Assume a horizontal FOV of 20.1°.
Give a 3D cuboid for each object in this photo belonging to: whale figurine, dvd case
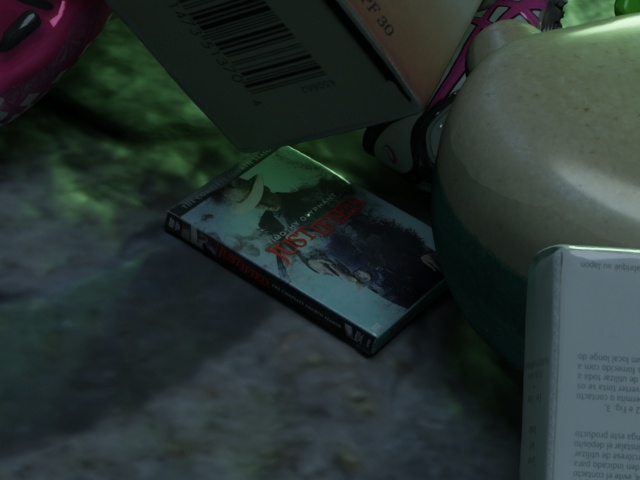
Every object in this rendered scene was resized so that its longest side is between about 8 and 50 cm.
[{"bbox_3d":[0.157,-0.026,0.822,0.216,0.141,0.272,27,39,17],"label":"whale figurine"},{"bbox_3d":[0.000,0.000,0.843,0.119,0.013,0.087,30,41,22],"label":"dvd case"}]

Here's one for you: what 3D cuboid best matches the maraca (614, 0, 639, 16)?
[{"bbox_3d":[0.213,-0.157,1.026,0.127,0.099,0.185,55,47,-19],"label":"maraca"}]

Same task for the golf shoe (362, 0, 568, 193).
[{"bbox_3d":[0.077,-0.091,0.933,0.086,0.067,0.186,18,38,4],"label":"golf shoe"}]

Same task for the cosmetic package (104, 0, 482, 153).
[{"bbox_3d":[0.022,-0.203,0.873,0.129,0.153,0.296,-10,43,44],"label":"cosmetic package"}]

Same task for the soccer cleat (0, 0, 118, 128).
[{"bbox_3d":[-0.123,-0.144,0.915,0.116,0.143,0.331,23,63,17],"label":"soccer cleat"}]

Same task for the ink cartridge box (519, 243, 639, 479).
[{"bbox_3d":[0.163,0.118,0.652,0.181,0.056,0.224,4,83,-4],"label":"ink cartridge box"}]
